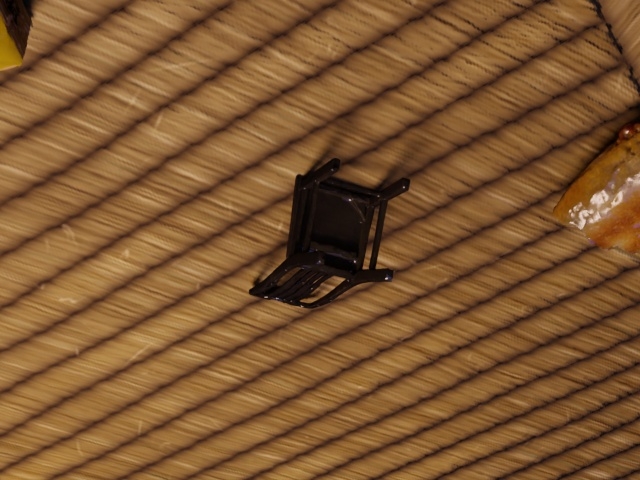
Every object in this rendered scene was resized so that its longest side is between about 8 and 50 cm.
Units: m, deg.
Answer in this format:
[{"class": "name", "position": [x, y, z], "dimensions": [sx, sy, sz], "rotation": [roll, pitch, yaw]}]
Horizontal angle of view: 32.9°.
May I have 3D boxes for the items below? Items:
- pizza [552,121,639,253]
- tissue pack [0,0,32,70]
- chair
[{"class": "pizza", "position": [0.391, -0.055, 1.022], "dimensions": [0.335, 0.086, 0.226], "rotation": [-20, 135, 13]}, {"class": "tissue pack", "position": [-0.303, -0.202, 0.811], "dimensions": [0.120, 0.082, 0.169], "rotation": [-11, 132, 4]}, {"class": "chair", "position": [0.000, 0.000, 1.042], "dimensions": [0.084, 0.101, 0.212], "rotation": [15, 165, -18]}]
